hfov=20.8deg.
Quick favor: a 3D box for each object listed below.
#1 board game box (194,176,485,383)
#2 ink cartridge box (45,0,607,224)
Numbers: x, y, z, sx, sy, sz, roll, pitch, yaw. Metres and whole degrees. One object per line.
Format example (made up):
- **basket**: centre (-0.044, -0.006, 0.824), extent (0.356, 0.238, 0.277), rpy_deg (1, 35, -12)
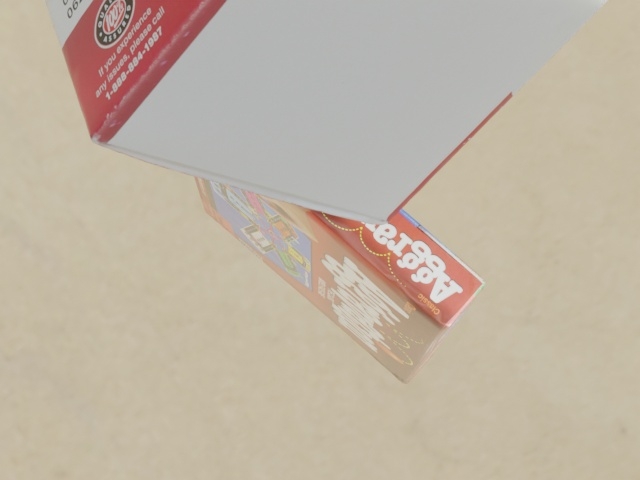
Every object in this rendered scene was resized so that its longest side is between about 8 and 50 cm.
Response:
- **board game box**: centre (0.000, 0.000, 0.793), extent (0.145, 0.281, 0.027), rpy_deg (40, 83, 6)
- **ink cartridge box**: centre (-0.013, -0.120, 0.558), extent (0.127, 0.128, 0.176), rpy_deg (14, 40, -40)
